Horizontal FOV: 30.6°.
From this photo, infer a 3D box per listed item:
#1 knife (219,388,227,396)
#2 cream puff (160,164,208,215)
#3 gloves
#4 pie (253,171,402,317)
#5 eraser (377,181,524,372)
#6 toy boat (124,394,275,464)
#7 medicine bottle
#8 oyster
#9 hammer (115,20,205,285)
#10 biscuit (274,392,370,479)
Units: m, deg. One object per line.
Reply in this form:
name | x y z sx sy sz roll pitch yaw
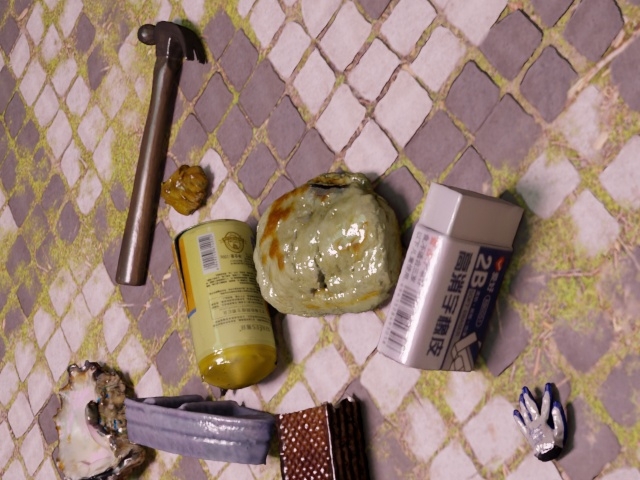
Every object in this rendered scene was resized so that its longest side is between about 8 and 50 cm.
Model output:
knife | -0.143 0.122 1.750 0.045 0.021 0.222 -26 61 41
cream puff | -0.214 -0.080 1.834 0.083 0.058 0.083 15 96 46
gloves | 0.249 0.201 1.313 0.064 0.026 0.086 -47 48 30
pie | 0.000 0.000 1.568 0.248 0.090 0.201 -8 74 42
eraser | 0.152 0.046 1.370 0.068 0.124 0.210 27 103 47
toy boat | -0.167 0.266 1.674 0.283 0.127 0.078 2 86 45
medicine bottle | -0.134 0.096 1.676 0.124 0.124 0.239 -30 63 40
oyster | -0.369 0.307 1.920 0.260 0.092 0.198 17 96 59
hammer | -0.279 -0.142 1.929 0.168 0.044 0.439 13 94 49
biscuit | 0.010 0.327 1.516 0.106 0.070 0.252 -22 67 42
